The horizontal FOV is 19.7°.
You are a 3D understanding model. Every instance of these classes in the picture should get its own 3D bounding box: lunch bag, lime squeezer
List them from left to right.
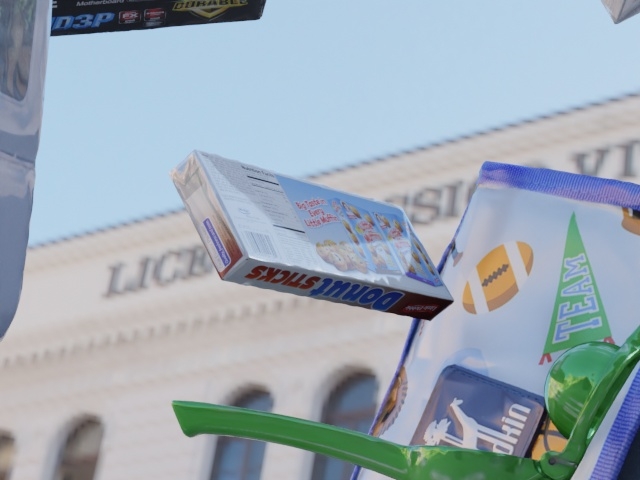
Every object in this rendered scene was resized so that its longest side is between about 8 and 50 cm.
[{"bbox_3d":[0.093,0.063,0.844,0.310,0.110,0.059,-25,-32,7],"label":"lime squeezer"},{"bbox_3d":[0.203,0.157,1.002,0.385,0.328,0.239,21,-6,22],"label":"lunch bag"}]

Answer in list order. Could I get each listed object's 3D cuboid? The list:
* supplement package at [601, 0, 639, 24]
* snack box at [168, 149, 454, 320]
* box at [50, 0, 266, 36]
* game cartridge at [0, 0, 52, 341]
[{"bbox_3d":[0.238,-0.302,1.332,0.149,0.203,0.194,-27,-11,-3],"label":"supplement package"},{"bbox_3d":[0.000,0.000,0.905,0.022,0.064,0.178,-41,-29,23],"label":"snack box"},{"bbox_3d":[-0.156,-0.215,1.187,0.220,0.175,0.051,-6,-32,-12],"label":"box"},{"bbox_3d":[-0.111,-0.113,0.447,0.060,0.294,0.196,2,-3,4],"label":"game cartridge"}]
